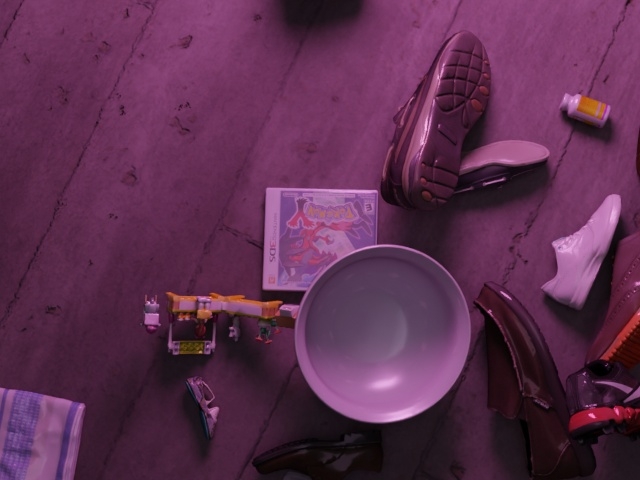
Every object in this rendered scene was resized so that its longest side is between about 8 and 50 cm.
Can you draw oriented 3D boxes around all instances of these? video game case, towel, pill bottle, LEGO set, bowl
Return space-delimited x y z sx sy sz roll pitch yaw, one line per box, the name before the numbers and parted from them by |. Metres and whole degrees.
video game case | 0.000 0.000 1.950 0.201 0.023 0.184 1 85 2
towel | -0.563 0.364 1.936 0.284 0.034 0.209 10 85 3
pill bottle | 0.465 -0.231 1.941 0.083 0.043 0.043 21 86 3
LEGO set | -0.165 0.152 1.899 0.286 0.132 0.107 4 94 -4
bowl | 0.093 0.150 1.863 0.297 0.134 0.298 -1 94 -10

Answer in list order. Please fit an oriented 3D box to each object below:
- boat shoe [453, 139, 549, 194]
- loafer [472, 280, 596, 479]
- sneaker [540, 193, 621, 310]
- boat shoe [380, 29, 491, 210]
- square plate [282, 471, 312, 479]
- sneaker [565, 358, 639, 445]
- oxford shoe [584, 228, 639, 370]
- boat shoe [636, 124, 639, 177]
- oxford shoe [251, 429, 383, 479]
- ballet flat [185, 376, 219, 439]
boat shoe | 0.301 -0.125 1.942 0.206 0.075 0.065 -10 128 -4
loafer | 0.337 0.246 1.859 0.130 0.134 0.366 -25 85 1
sneaker | 0.451 0.008 1.910 0.094 0.080 0.212 24 87 16
boat shoe | 0.184 -0.212 1.896 0.132 0.130 0.355 42 59 -35
square plate | 0.056 0.596 1.842 0.343 0.049 0.347 15 71 5
sneaker | 0.498 0.260 1.818 0.097 0.276 0.135 -34 60 41
oxford shoe | 0.549 0.079 1.893 0.132 0.130 0.364 37 95 37
boat shoe | 0.613 -0.242 1.915 0.089 0.104 0.285 7 96 -2
oxford shoe | -0.004 0.383 1.883 0.227 0.083 0.096 -7 80 2
ballet flat | -0.199 0.290 1.926 0.041 0.041 0.114 -22 85 0
